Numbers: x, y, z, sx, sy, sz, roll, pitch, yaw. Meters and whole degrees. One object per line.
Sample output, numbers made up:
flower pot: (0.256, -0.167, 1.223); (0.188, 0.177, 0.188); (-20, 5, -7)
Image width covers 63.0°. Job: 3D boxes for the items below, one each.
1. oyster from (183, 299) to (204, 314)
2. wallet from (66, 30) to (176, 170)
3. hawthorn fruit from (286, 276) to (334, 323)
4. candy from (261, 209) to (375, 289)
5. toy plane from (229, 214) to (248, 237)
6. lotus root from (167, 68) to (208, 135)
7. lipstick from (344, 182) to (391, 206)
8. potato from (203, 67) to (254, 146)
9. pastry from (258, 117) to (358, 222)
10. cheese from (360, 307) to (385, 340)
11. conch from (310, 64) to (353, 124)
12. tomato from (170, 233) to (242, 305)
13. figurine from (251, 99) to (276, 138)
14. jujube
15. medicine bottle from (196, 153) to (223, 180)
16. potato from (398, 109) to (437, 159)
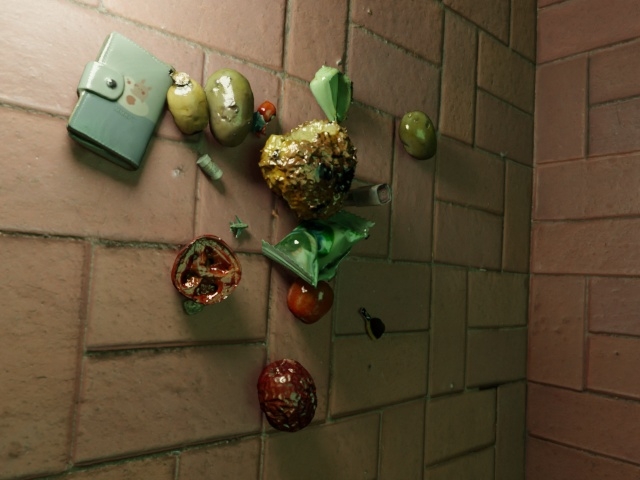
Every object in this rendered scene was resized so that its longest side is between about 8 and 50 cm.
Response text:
oyster: (-0.412, 0.213, 1.716); (0.083, 0.019, 0.054); (-14, 97, -39)
wallet: (-0.582, -0.417, 1.537); (0.252, 0.083, 0.360); (30, 68, -43)
hawthorn fruit: (-0.039, 0.220, 1.951); (0.189, 0.189, 0.189); (1, 89, -42)
candy: (0.000, -0.005, 1.939); (0.398, 0.263, 0.172); (-43, 151, -32)
toy plane: (-0.287, -0.049, 1.823); (0.083, 0.033, 0.080); (-5, 92, -49)
lotus root: (-0.417, -0.436, 1.642); (0.125, 0.118, 0.220); (-83, 168, -56)
lipstick: (0.158, -0.173, 2.072); (0.077, 0.253, 0.078); (-28, 106, -40)
potato: (-0.298, -0.442, 1.735); (0.165, 0.165, 0.262); (-8, 88, -41)
pastry: (-0.027, -0.248, 1.892); (0.405, 0.293, 0.337); (-35, 123, -46)
cheese: (0.219, 0.354, 2.263); (0.086, 0.036, 0.162); (-50, 120, -27)
conch: (0.059, -0.577, 2.068); (0.250, 0.137, 0.143); (50, 58, -29)
tomato: (-0.380, 0.093, 1.697); (0.228, 0.101, 0.227); (-1, 92, -33)
figurine: (-0.209, -0.444, 1.880); (0.075, 0.068, 0.140); (37, 59, -31)
jujube: (-0.112, 0.550, 1.855); (0.213, 0.213, 0.232); (-29, 113, -38)
medicine bottle: (-0.369, -0.243, 1.742); (0.083, 0.047, 0.047); (51, 59, -29)
potato: (0.457, -0.475, 2.411); (0.174, 0.159, 0.251); (-37, 124, -10)
